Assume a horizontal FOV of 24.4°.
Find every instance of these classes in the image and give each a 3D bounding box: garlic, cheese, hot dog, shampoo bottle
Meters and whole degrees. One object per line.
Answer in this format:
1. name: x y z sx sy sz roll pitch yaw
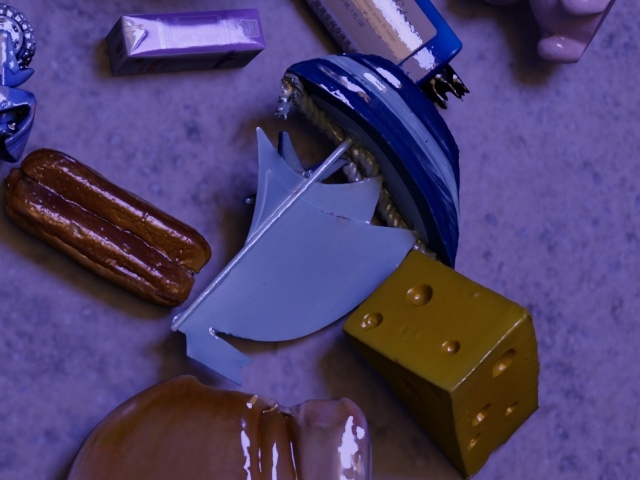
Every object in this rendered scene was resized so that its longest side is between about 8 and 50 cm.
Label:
1. garlic: -0.080 0.212 1.060 0.217 0.110 0.228 13 59 -2
2. cheese: 0.116 0.112 1.169 0.093 0.126 0.171 -46 134 -16
3. hot dog: -0.162 -0.009 1.111 0.165 0.045 0.071 31 70 -15
4. shampoo bottle: 0.053 -0.182 1.237 0.087 0.050 0.183 -39 96 -17

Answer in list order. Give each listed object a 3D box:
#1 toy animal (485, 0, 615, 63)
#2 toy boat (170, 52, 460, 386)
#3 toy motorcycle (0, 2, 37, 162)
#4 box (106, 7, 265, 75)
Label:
1. toy animal: 0.162 -0.250 1.277 0.212 0.124 0.124 38 65 11
2. toy boat: -0.006 -0.030 1.151 0.292 0.070 0.210 -25 103 -29
3. toy motorcycle: -0.280 -0.087 1.066 0.205 0.076 0.114 -35 101 -25
4. box: -0.106 -0.157 1.165 0.117 0.050 0.036 -6 80 -26
